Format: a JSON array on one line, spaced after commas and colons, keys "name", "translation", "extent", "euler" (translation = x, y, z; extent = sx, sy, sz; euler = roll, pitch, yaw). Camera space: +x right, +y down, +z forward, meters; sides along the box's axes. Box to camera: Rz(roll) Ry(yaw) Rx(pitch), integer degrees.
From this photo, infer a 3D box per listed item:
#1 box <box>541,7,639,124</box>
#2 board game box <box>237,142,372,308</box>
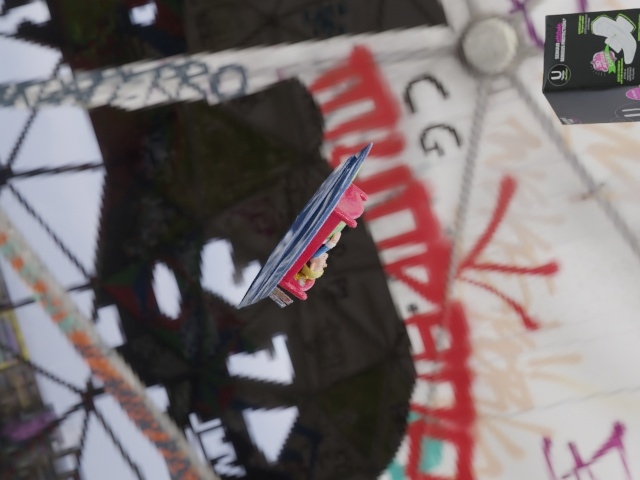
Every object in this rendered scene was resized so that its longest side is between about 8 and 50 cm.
[{"name": "box", "translation": [0.182, -0.105, 0.833], "extent": [0.062, 0.083, 0.052], "euler": [38, 55, -63]}, {"name": "board game box", "translation": [0.000, 0.000, 0.982], "extent": [0.033, 0.133, 0.169], "euler": [37, -14, -7]}]
